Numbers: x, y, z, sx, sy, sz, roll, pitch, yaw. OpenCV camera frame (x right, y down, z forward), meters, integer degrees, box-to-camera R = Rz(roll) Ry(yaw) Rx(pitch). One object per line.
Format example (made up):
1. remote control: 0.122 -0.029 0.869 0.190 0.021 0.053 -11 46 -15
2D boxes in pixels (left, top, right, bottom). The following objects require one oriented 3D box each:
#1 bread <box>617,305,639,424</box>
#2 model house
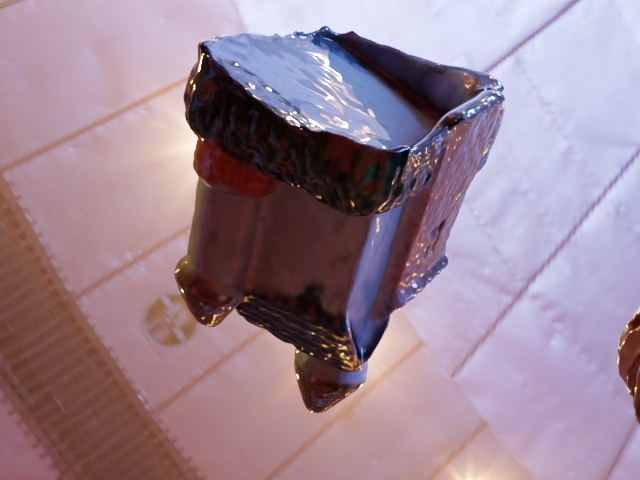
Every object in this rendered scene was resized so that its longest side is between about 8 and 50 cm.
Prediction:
1. bread: 0.367 0.019 0.895 0.195 0.149 0.344 32 -79 -15
2. model house: 0.000 0.000 0.969 0.184 0.253 0.291 20 -68 19
